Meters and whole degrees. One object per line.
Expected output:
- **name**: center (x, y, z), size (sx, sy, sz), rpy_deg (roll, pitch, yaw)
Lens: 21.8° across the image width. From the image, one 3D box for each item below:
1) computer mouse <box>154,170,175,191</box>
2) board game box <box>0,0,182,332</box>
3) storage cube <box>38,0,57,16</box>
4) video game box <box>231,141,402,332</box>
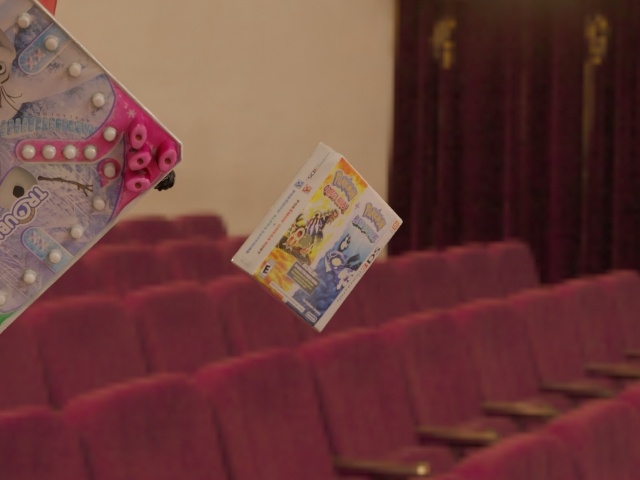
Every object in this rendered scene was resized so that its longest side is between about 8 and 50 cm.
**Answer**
- **computer mouse**: center (-0.260, -0.059, 2.177), size (0.193, 0.042, 0.106), rpy_deg (-35, 35, 16)
- **board game box**: center (-0.417, -0.094, 1.816), size (0.390, 0.390, 0.050), rpy_deg (45, 8, -18)
- **storage cube**: center (-0.454, -0.359, 2.113), size (0.184, 0.193, 0.215), rpy_deg (-19, -48, 17)
- **video game box**: center (0.000, 0.000, 2.098), size (0.048, 0.187, 0.205), rpy_deg (31, -7, 34)
